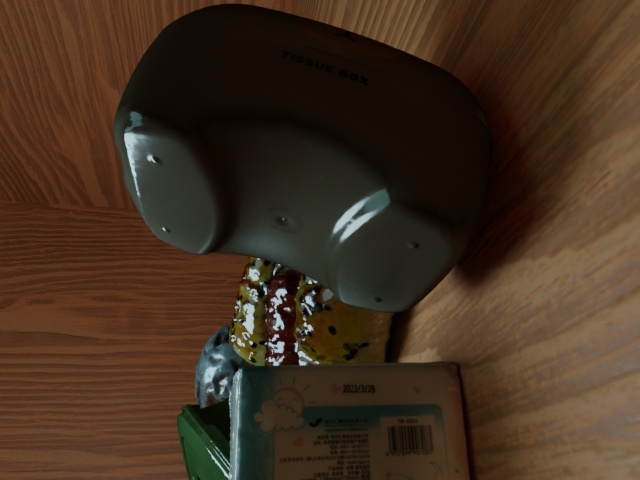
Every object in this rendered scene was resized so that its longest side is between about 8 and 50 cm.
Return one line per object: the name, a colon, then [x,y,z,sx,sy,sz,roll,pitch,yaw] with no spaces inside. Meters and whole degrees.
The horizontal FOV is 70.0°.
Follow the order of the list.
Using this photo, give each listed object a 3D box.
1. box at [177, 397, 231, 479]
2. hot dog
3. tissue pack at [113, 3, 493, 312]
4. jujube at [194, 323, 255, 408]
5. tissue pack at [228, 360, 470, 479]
box: [-0.085,0.397,0.729,0.329,0.178,0.252,16,118,51]
hot dog: [-0.013,0.106,0.824,0.367,0.196,0.365,32,114,40]
tissue pack: [-0.011,-0.106,0.550,0.267,0.387,0.276,108,-179,-53]
jujube: [-0.172,0.357,1.092,0.215,0.247,0.307,23,131,63]
tissue pack: [0.029,0.247,0.537,0.124,0.271,0.201,125,146,-68]
